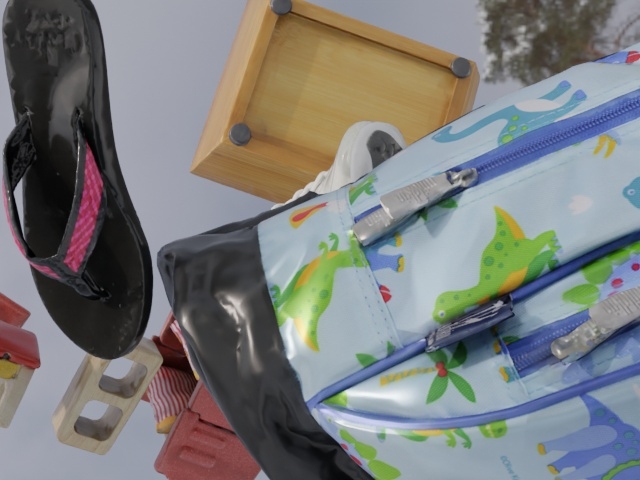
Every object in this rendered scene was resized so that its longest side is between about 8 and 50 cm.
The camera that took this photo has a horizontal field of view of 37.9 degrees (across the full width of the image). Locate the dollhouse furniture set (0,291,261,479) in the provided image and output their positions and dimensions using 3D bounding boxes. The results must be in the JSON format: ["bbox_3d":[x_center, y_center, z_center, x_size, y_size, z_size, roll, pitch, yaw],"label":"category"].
[{"bbox_3d":[-0.220,0.115,0.985,0.374,0.201,0.152,27,-83,-28],"label":"dollhouse furniture set"}]

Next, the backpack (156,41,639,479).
[{"bbox_3d":[0.149,0.047,0.461,0.356,0.273,0.290,-33,-53,-1],"label":"backpack"}]

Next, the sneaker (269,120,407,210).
[{"bbox_3d":[0.000,0.000,0.791,0.110,0.118,0.292,-58,-10,-33],"label":"sneaker"}]

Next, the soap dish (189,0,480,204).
[{"bbox_3d":[0.026,-0.139,1.043,0.291,0.118,0.228,19,-104,-6],"label":"soap dish"}]

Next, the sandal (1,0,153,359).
[{"bbox_3d":[-0.122,-0.027,0.431,0.040,0.067,0.179,-37,-58,-65],"label":"sandal"}]
